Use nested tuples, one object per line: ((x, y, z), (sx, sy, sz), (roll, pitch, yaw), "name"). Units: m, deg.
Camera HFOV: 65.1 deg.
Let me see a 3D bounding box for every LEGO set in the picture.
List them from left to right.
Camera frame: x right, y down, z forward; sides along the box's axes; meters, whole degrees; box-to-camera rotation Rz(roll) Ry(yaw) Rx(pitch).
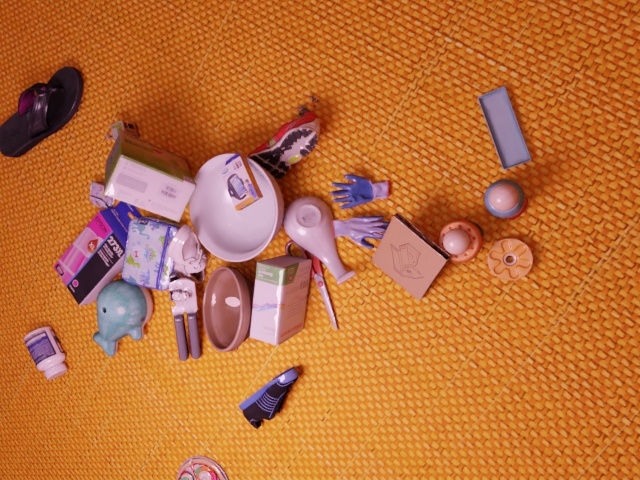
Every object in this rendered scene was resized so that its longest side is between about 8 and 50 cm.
((-0.035, -0.362, 1.399), (0.083, 0.023, 0.054), (-40, 79, 4), "LEGO set")

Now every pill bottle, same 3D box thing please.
((-0.953, 0.394, 1.747), (0.094, 0.094, 0.169), (-37, 78, 19), "pill bottle")

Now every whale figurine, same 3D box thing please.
((-0.658, 0.249, 1.599), (0.216, 0.141, 0.272), (40, 106, 16), "whale figurine")

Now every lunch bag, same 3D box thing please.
((-0.726, -0.149, 1.665), (0.071, 0.053, 0.083), (19, 107, 22), "lunch bag")
((-0.510, 0.039, 1.552), (0.176, 0.090, 0.218), (16, 98, 5), "lunch bag")

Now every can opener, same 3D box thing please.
((-0.402, 0.229, 1.502), (0.074, 0.093, 0.280), (-6, 111, -12), "can opener")

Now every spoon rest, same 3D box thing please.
((0.000, 0.000, 1.358), (0.137, 0.084, 0.276), (-29, 72, -7), "spoon rest")

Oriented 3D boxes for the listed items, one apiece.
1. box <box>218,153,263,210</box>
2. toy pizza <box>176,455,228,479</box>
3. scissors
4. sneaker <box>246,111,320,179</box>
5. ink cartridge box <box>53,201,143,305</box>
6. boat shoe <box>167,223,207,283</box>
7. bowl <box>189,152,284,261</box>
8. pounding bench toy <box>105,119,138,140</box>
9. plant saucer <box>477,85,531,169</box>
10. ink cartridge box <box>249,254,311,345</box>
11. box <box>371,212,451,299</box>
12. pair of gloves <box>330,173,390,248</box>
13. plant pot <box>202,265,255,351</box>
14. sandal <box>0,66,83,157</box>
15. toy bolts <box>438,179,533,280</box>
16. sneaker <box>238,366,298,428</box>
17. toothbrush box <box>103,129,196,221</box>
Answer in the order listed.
((-0.211, -0.155, 1.303), (0.081, 0.028, 0.136), (-28, 86, 28), "box")
((-0.368, 0.773, 1.553), (0.202, 0.032, 0.201), (1, 92, 22), "toy pizza")
((0.002, 0.099, 1.392), (0.109, 0.021, 0.297), (-37, 77, 17), "scissors")
((-0.102, -0.261, 1.393), (0.279, 0.107, 0.118), (-23, 40, 35), "sneaker")
((-0.724, 0.034, 1.666), (0.371, 0.069, 0.175), (-43, 76, 15), "ink cartridge box")
((-0.367, 0.047, 1.440), (0.096, 0.277, 0.098), (31, 65, 6), "boat shoe")
((-0.212, -0.094, 1.404), (0.298, 0.134, 0.297), (4, 98, 28), "bowl")
((-0.642, -0.345, 1.618), (0.083, 0.065, 0.052), (-17, 86, 22), "pounding bench toy")
((0.443, -0.269, 1.207), (0.067, 0.018, 0.191), (-20, 83, 21), "plant saucer")
((-0.106, 0.156, 1.355), (0.093, 0.154, 0.212), (10, 101, 25), "ink cartridge box")
((0.217, 0.045, 1.235), (0.164, 0.021, 0.201), (42, 147, 16), "box")
((0.106, -0.077, 1.311), (0.160, 0.023, 0.198), (-1, 84, 1), "pair of gloves")
((-0.235, 0.191, 1.420), (0.237, 0.110, 0.237), (-6, 82, 53), "plant pot")
((-0.990, -0.435, 1.734), (0.446, 0.107, 0.167), (-33, 79, 19), "sandal")
((0.405, -0.024, 1.152), (0.218, 0.158, 0.228), (32, 103, 18), "toy bolts")
((-0.132, 0.450, 1.429), (0.232, 0.081, 0.090), (-41, 79, 25), "sneaker")
((-0.485, -0.187, 1.413), (0.122, 0.206, 0.283), (-61, 29, 11), "toothbrush box")
